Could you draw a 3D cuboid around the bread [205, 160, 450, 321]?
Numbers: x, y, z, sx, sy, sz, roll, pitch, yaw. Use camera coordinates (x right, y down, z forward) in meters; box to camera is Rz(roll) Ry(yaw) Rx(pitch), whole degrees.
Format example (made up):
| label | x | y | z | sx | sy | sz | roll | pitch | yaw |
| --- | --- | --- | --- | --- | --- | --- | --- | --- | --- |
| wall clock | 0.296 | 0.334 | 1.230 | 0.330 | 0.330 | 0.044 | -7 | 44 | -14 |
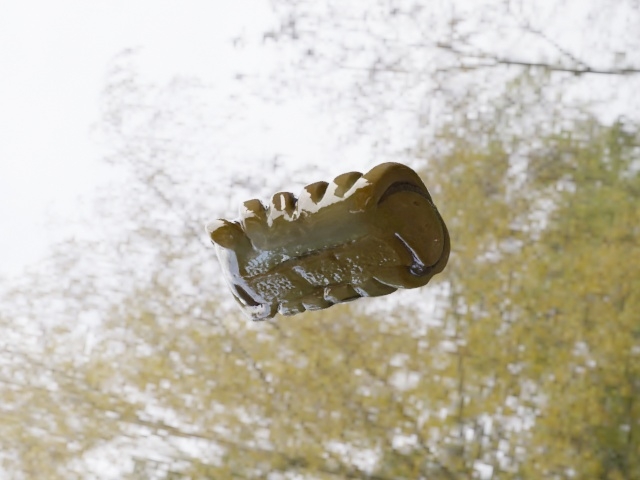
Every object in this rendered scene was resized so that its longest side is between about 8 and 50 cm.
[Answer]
| label | x | y | z | sx | sy | sz | roll | pitch | yaw |
| --- | --- | --- | --- | --- | --- | --- | --- | --- | --- |
| bread | 0.000 | 0.000 | 1.218 | 0.081 | 0.225 | 0.134 | -81 | -30 | -42 |
